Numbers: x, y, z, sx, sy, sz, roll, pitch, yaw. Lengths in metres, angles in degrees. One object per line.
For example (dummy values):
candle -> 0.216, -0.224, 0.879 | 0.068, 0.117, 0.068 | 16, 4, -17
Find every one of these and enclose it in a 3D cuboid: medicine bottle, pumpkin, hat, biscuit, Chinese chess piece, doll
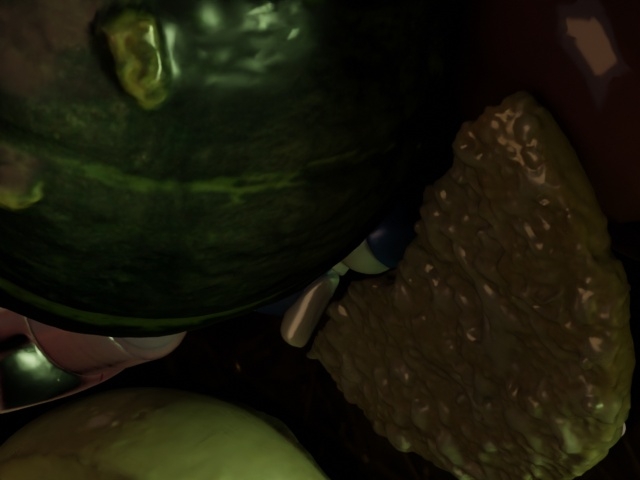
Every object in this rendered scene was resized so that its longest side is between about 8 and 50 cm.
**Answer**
medicine bottle -> -0.161, 0.039, 1.028 | 0.188, 0.119, 0.094 | -14, 95, 38
pumpkin -> -0.081, -0.118, 0.809 | 0.323, 0.241, 0.323 | 179, 90, -71
hat -> 0.108, -0.072, 0.786 | 0.205, 0.089, 0.205 | 36, 145, 31
biscuit -> 0.073, 0.045, 0.829 | 0.133, 0.032, 0.250 | 52, 149, 10
Chinese chess piece -> -0.085, 0.204, 1.034 | 0.257, 0.104, 0.257 | 12, 111, 33
doll -> 0.000, 0.000, 0.941 | 0.143, 0.057, 0.099 | -14, 74, 37

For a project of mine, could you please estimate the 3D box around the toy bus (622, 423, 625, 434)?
toy bus -> 0.096, 0.038, 0.883 | 0.037, 0.052, 0.131 | -15, 97, 51
